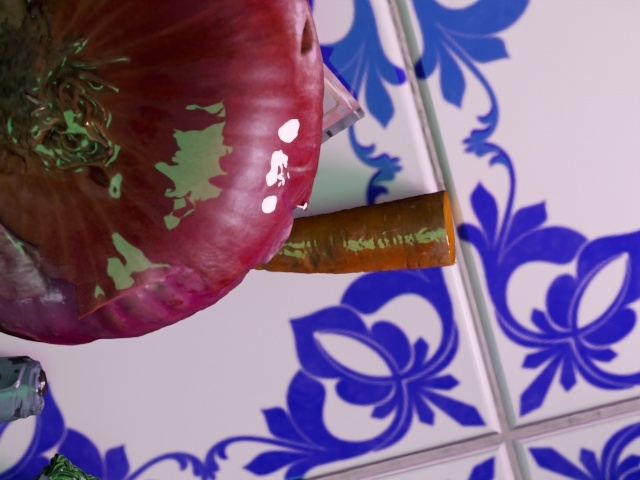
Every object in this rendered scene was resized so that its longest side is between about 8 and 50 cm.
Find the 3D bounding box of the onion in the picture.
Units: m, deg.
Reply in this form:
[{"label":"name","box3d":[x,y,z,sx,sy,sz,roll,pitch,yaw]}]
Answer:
[{"label":"onion","box3d":[-0.150,-0.095,1.256,0.348,0.285,0.347,-1,87,22]}]

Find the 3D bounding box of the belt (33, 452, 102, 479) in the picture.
[{"label":"belt","box3d":[-0.222,0.249,1.425,0.079,0.121,0.151,33,100,-7]}]

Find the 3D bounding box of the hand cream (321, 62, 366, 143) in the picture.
[{"label":"hand cream","box3d":[-0.050,-0.160,1.342,0.067,0.043,0.209,-32,109,12]}]

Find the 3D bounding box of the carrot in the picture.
[{"label":"carrot","box3d":[0.000,0.000,1.384,0.210,0.061,0.061,-6,107,6]}]

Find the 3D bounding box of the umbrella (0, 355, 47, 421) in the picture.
[{"label":"umbrella","box3d":[-0.346,0.124,1.424,0.250,0.052,0.053,-3,116,1]}]
